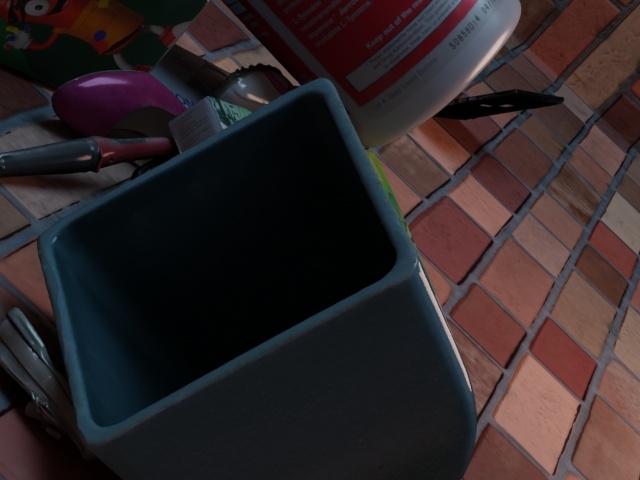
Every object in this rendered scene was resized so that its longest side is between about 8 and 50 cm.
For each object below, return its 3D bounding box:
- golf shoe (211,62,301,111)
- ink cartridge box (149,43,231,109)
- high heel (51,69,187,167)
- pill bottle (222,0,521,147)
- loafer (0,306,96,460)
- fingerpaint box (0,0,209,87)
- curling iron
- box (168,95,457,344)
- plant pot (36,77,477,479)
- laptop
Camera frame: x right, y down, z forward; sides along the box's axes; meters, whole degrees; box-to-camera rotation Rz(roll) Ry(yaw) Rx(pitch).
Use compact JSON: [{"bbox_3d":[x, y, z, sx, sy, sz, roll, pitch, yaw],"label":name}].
[{"bbox_3d":[-0.039,-0.126,1.901,0.186,0.067,0.086,17,35,-57],"label":"golf shoe"},{"bbox_3d":[-0.150,-0.165,1.933,0.223,0.045,0.224,25,25,-44],"label":"ink cartridge box"},{"bbox_3d":[-0.149,-0.081,1.723,0.244,0.082,0.117,22,36,-57],"label":"high heel"},{"bbox_3d":[-0.008,-0.309,1.872,0.407,0.229,0.229,47,17,-13],"label":"pill bottle"},{"bbox_3d":[-0.191,0.104,1.265,0.125,0.039,0.045,54,-13,22],"label":"loafer"},{"bbox_3d":[-0.357,-0.369,1.765,0.371,0.163,0.445,22,27,-47],"label":"fingerpaint box"},{"bbox_3d":[-0.193,-0.061,1.593,0.274,0.035,0.068,1,88,-59],"label":"curling iron"},{"bbox_3d":[0.000,0.000,1.756,0.322,0.058,0.232,15,49,-61],"label":"box"},{"bbox_3d":[-0.021,0.088,1.333,0.252,0.248,0.247,57,6,-38],"label":"plant pot"},{"bbox_3d":[0.190,-0.249,2.697,0.234,0.264,0.136,-4,86,-66],"label":"laptop"}]
